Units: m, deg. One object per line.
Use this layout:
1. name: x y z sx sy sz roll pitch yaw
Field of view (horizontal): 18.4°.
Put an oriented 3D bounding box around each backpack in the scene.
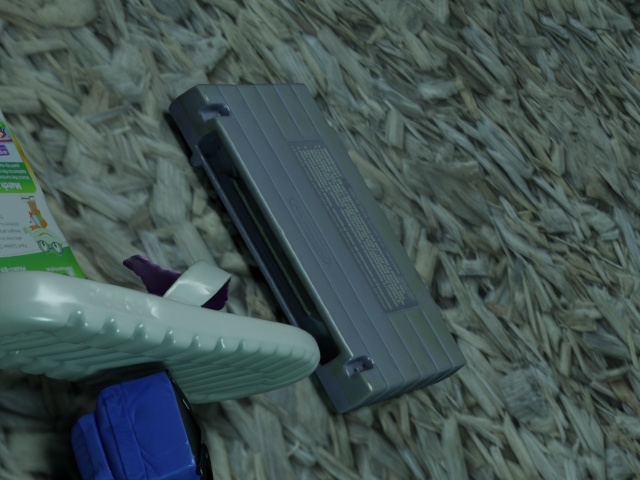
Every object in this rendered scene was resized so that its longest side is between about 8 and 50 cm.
1. backpack: -0.137 0.167 1.541 0.120 0.101 0.098 74 2 -65

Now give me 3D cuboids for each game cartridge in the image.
1. game cartridge: 0.000 0.000 2.006 0.355 0.068 0.230 60 23 12

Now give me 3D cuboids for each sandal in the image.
1. sandal: -0.131 0.055 1.553 0.416 0.169 0.102 20 59 -59

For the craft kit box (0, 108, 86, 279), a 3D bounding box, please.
1. craft kit box: -0.315 -0.040 1.540 0.250 0.061 0.246 -1 57 -59
